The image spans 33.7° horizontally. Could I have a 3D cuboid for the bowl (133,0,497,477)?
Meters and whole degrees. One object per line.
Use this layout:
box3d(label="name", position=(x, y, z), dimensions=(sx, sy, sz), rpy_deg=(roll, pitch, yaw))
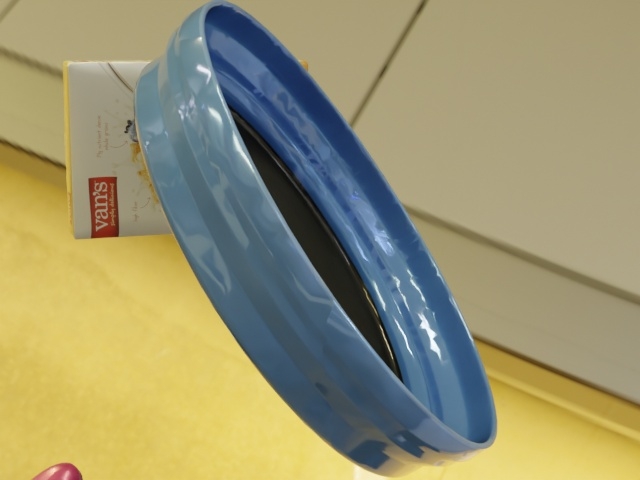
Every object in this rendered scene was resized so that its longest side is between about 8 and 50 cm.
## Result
box3d(label="bowl", position=(0.000, 0.000, 0.808), dimensions=(0.077, 0.391, 0.391), rpy_deg=(-32, -57, 14))

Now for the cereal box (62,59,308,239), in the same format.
box3d(label="cereal box", position=(-0.131, -0.093, 1.053), dimensions=(0.240, 0.172, 0.047), rpy_deg=(-5, 14, -20))

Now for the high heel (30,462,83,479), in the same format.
box3d(label="high heel", position=(-0.286, 0.252, 0.794), dimensions=(0.082, 0.244, 0.117), rpy_deg=(26, -20, 48))
